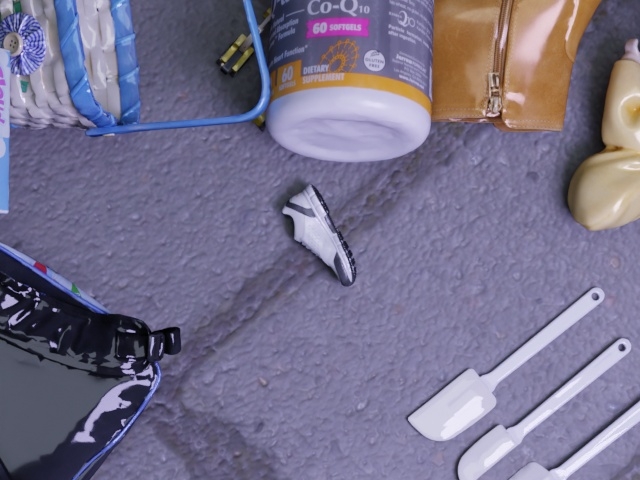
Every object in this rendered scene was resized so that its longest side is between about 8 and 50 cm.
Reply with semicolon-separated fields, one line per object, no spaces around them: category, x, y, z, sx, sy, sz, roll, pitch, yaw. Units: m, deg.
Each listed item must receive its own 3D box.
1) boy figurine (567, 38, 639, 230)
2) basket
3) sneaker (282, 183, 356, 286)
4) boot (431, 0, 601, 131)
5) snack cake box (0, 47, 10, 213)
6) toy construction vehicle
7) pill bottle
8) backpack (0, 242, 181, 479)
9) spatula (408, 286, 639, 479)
boy figurine;0.357;-0.118;1.888;0.177;0.092;0.285;36;83;-16
basket;-0.203;-0.214;1.759;0.289;0.201;0.254;-11;85;5
sneaker;0.000;0.000;1.860;0.044;0.040;0.109;-29;85;7
boot;0.243;-0.216;1.881;0.295;0.104;0.211;-5;91;1
snack cake box;-0.408;-0.096;1.707;0.264;0.089;0.152;-3;83;35
toy construction vehicle;-0.055;-0.173;1.865;0.086;0.035;0.098;43;81;-2
pill bottle;0.031;-0.228;1.808;0.162;0.162;0.278;4;73;-7
backpack;-0.312;0.123;1.717;0.263;0.213;0.276;41;75;-10
spatula;0.231;0.173;1.883;0.242;0.019;0.168;-37;85;-10
